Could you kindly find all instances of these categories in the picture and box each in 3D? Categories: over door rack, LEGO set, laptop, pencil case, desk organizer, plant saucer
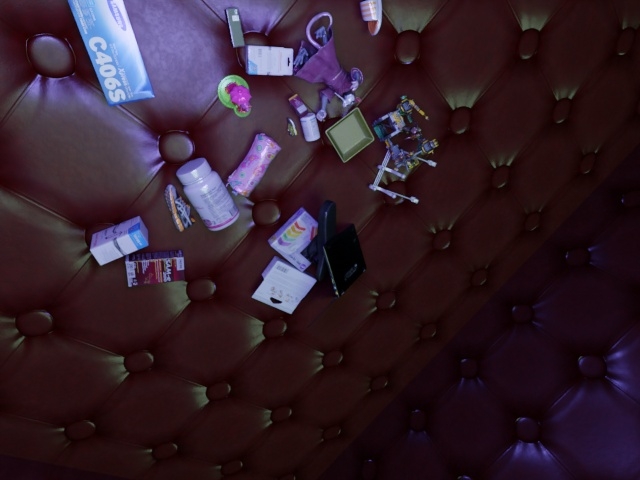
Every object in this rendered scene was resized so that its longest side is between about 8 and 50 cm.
[{"bbox_3d":[0.435,-0.331,2.098,0.325,0.108,0.239,12,111,-29],"label":"over door rack"},{"bbox_3d":[0.400,-0.495,1.884,0.255,0.192,0.331,-23,98,-6],"label":"LEGO set"},{"bbox_3d":[0.057,0.174,2.104,0.237,0.382,0.407,-10,103,29],"label":"laptop"},{"bbox_3d":[-0.291,-0.324,1.776,0.124,0.124,0.284,30,103,-33],"label":"pencil case"},{"bbox_3d":[-0.325,-0.803,1.546,0.047,0.050,0.130,-16,121,-15],"label":"desk organizer"},{"bbox_3d":[0.132,-0.495,1.914,0.188,0.045,0.188,-38,125,-1],"label":"plant saucer"}]

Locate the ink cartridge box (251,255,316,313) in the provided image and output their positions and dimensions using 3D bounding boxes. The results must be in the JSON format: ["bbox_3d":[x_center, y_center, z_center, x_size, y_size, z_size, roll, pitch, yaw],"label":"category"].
[{"bbox_3d":[-0.194,0.239,2.153,0.275,0.060,0.238,31,102,-34],"label":"ink cartridge box"}]

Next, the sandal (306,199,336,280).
[{"bbox_3d":[0.001,-0.002,1.991,0.167,0.107,0.445,-50,151,-51],"label":"sandal"}]

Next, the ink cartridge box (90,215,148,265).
[{"bbox_3d":[-0.828,-0.002,1.692,0.203,0.148,0.085,-24,124,-11],"label":"ink cartridge box"}]

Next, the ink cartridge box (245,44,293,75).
[{"bbox_3d":[-0.205,-0.719,1.638,0.180,0.060,0.104,-6,117,-21],"label":"ink cartridge box"}]

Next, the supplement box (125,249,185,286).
[{"bbox_3d":[-0.740,0.124,1.844,0.240,0.073,0.130,-6,118,-22],"label":"supplement box"}]

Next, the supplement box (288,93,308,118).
[{"bbox_3d":[-0.094,-0.571,1.746,0.043,0.055,0.083,-35,87,-3],"label":"supplement box"}]

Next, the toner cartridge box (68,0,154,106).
[{"bbox_3d":[-0.721,-0.665,1.432,0.165,0.075,0.347,-19,122,-15],"label":"toner cartridge box"}]

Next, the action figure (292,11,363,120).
[{"bbox_3d":[0.042,-0.696,1.725,0.248,0.275,0.370,-19,151,32],"label":"action figure"}]

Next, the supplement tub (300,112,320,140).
[{"bbox_3d":[-0.046,-0.503,1.816,0.071,0.071,0.107,-22,123,-12],"label":"supplement tub"}]

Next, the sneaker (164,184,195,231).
[{"bbox_3d":[-0.607,-0.146,1.763,0.083,0.084,0.214,-26,128,-25],"label":"sneaker"}]

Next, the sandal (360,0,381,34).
[{"bbox_3d":[0.196,-0.978,1.661,0.076,0.102,0.265,-9,111,-18],"label":"sandal"}]

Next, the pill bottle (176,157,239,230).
[{"bbox_3d":[-0.476,-0.195,1.737,0.160,0.160,0.283,-29,123,-7],"label":"pill bottle"}]

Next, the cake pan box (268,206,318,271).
[{"bbox_3d":[-0.091,0.002,2.068,0.246,0.070,0.267,-42,125,4],"label":"cake pan box"}]

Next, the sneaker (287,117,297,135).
[{"bbox_3d":[-0.131,-0.497,1.805,0.035,0.031,0.083,-28,124,-7],"label":"sneaker"}]

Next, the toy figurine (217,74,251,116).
[{"bbox_3d":[-0.318,-0.555,1.616,0.130,0.159,0.173,-30,125,-6],"label":"toy figurine"}]
